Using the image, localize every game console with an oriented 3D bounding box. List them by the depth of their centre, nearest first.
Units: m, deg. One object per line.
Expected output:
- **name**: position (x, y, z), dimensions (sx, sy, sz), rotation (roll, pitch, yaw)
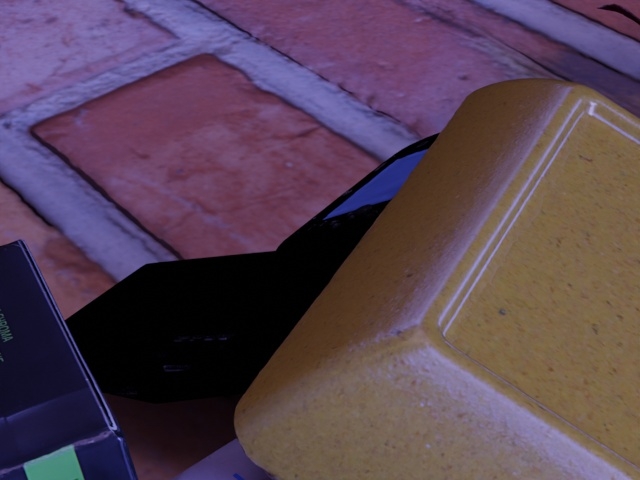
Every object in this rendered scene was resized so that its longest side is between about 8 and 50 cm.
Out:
- **game console**: position (0.000, 0.000, 0.893), dimensions (0.213, 0.044, 0.361), rotation (-6, 21, 37)

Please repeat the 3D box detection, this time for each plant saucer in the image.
- **plant saucer**: position (0.174, 0.062, 0.716), dimensions (0.333, 0.081, 0.333), rotation (33, 46, 5)

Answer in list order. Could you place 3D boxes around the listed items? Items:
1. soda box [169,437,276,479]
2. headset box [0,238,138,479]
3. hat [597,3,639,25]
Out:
- **soda box**: position (-0.028, 0.157, 0.699), dimensions (0.263, 0.092, 0.083), rotation (-30, 44, -30)
- **headset box**: position (-0.164, 0.166, 0.462), dimensions (0.283, 0.246, 0.131), rotation (-20, 31, -15)
- **hat**: position (0.313, -0.095, 1.056), dimensions (0.173, 0.183, 0.208), rotation (5, 81, -5)
